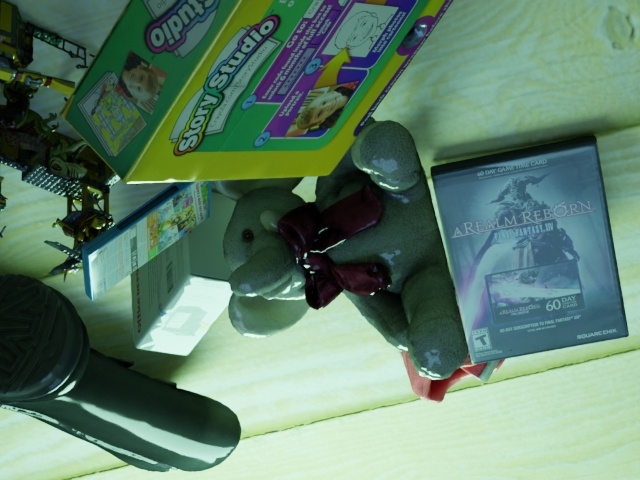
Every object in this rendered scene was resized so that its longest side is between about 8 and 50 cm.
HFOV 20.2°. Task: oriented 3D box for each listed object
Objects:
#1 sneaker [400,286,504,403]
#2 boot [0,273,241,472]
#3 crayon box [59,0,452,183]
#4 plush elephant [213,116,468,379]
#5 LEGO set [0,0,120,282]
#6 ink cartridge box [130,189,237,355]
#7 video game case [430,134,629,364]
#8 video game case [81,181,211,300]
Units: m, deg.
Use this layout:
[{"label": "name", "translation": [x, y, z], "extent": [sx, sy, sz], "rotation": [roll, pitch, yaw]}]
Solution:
[{"label": "sneaker", "translation": [0.224, 0.107, 2.272], "extent": [0.116, 0.136, 0.314], "rotation": [21, 137, -35]}, {"label": "boot", "translation": [-0.269, 0.194, 2.241], "extent": [0.367, 0.146, 0.445], "rotation": [9, 160, 48]}, {"label": "crayon box", "translation": [-0.016, -0.219, 1.585], "extent": [0.313, 0.106, 0.363], "rotation": [-4, 135, -55]}, {"label": "plush elephant", "translation": [0.000, 0.000, 1.952], "extent": [0.255, 0.330, 0.272], "rotation": [-15, 105, 5]}, {"label": "LEGO set", "translation": [-0.289, -0.080, 1.880], "extent": [0.255, 0.192, 0.331], "rotation": [-30, 139, 32]}, {"label": "ink cartridge box", "translation": [-0.159, 0.038, 2.127], "extent": [0.072, 0.127, 0.175], "rotation": [10, 144, -24]}, {"label": "video game case", "translation": [0.252, 0.016, 2.140], "extent": [0.196, 0.026, 0.274], "rotation": [-11, 121, 7]}, {"label": "video game case", "translation": [-0.186, -0.010, 1.935], "extent": [0.166, 0.015, 0.119], "rotation": [-36, 162, -20]}]
